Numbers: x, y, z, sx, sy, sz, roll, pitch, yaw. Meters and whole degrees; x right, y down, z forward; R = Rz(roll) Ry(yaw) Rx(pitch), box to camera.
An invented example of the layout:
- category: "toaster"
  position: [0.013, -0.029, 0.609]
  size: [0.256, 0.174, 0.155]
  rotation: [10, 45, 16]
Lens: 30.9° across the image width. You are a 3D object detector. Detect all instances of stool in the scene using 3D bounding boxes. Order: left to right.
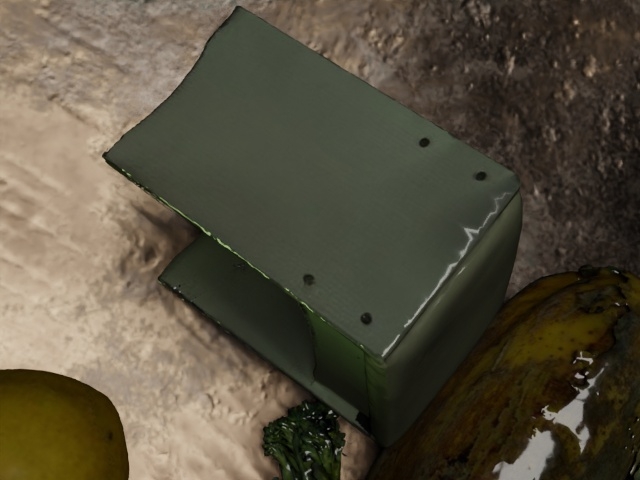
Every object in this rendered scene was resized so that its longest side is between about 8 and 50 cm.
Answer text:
- category: "stool"
  position: [0.000, 0.000, 0.917]
  size: [0.270, 0.243, 0.170]
  rotation: [34, 72, 17]

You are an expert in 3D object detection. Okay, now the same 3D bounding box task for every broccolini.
- category: "broccolini"
  position: [-0.027, 0.259, 0.866]
  size: [0.074, 0.392, 0.078]
  rotation: [-7, 117, 10]

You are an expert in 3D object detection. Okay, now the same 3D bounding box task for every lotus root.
- category: "lotus root"
  position: [0.163, 0.181, 0.989]
  size: [0.179, 0.196, 0.397]
  rotation: [38, 77, -1]

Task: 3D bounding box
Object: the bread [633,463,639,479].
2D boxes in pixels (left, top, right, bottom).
- category: "bread"
  position: [0.436, 0.188, 1.054]
  size: [0.252, 0.196, 0.238]
  rotation: [34, 70, -8]

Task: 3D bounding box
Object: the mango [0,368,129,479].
- category: "mango"
  position: [-0.304, 0.283, 0.841]
  size: [0.301, 0.220, 0.445]
  rotation: [36, 74, 10]
